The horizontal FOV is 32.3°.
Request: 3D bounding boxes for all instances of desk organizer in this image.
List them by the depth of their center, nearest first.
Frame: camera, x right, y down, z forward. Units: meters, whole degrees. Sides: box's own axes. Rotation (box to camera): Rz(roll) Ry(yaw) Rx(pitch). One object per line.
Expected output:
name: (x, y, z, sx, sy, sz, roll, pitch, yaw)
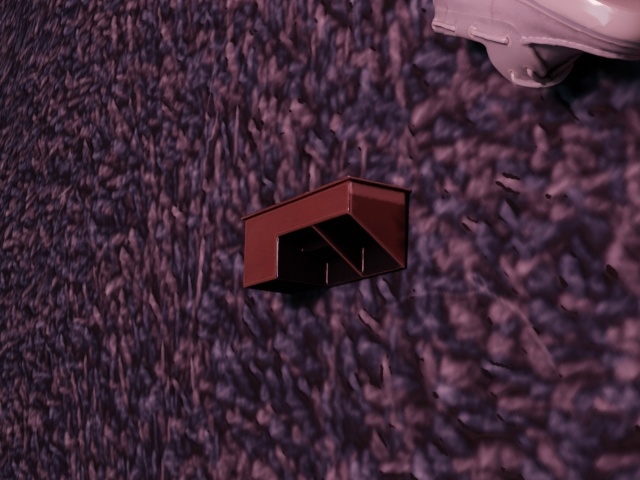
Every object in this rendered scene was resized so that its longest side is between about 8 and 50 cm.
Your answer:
desk organizer: (0.000, 0.000, 0.711, 0.130, 0.047, 0.050, -18, 67, 55)

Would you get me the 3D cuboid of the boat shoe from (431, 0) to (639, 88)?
boat shoe: (0.108, -0.111, 0.565, 0.184, 0.066, 0.063, 37, 125, 54)
